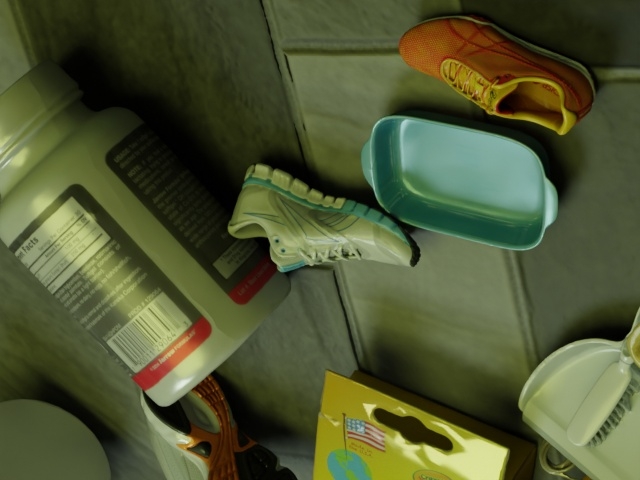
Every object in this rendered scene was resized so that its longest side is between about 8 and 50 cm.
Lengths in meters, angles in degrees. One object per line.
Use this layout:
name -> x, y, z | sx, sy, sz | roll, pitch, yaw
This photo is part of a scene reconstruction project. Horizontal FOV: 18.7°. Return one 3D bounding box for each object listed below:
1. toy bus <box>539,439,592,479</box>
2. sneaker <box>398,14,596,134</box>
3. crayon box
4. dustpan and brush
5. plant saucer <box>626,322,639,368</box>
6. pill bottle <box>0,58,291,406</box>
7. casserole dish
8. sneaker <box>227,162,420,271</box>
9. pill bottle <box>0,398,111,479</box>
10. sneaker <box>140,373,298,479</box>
toy bus -> 0.294, 0.279, 1.758 | 0.191, 0.202, 0.104 | -7, 149, 33
sneaker -> 0.139, -0.139, 1.598 | 0.175, 0.067, 0.064 | 19, 131, 24
crayon box -> 0.095, 0.262, 1.902 | 0.202, 0.081, 0.319 | 23, 132, 20
dustpan and brush -> 0.261, 0.117, 1.693 | 0.147, 0.060, 0.211 | 40, 113, 27
plant saucer -> 0.457, 0.073, 1.519 | 0.332, 0.081, 0.333 | 38, 134, 6
pill bottle -> -0.193, -0.013, 1.837 | 0.318, 0.176, 0.176 | 47, 135, -3
casserole dish -> 0.125, -0.058, 1.686 | 0.188, 0.037, 0.114 | 14, 128, 27
sneaker -> 0.000, 0.000, 1.769 | 0.190, 0.083, 0.071 | 20, 161, 26
pill bottle -> -0.379, 0.342, 2.194 | 0.210, 0.210, 0.363 | 40, 134, 4
sneaker -> -0.097, 0.251, 1.995 | 0.262, 0.099, 0.121 | 56, 155, 27
